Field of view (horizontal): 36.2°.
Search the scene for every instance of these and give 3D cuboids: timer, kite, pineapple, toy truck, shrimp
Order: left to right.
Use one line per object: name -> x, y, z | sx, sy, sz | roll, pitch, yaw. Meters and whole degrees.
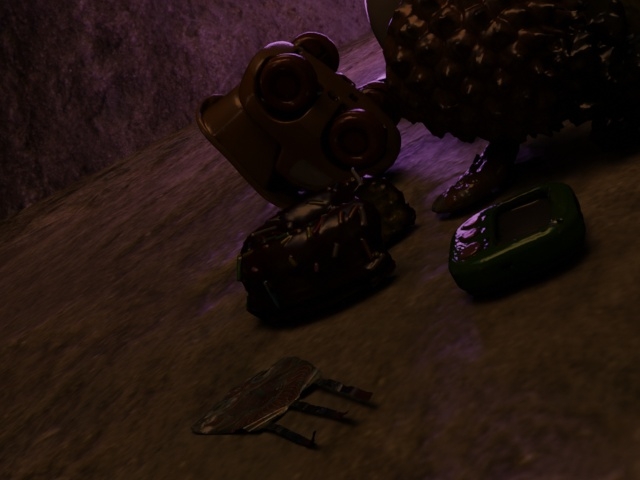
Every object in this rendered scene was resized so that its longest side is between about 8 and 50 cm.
kite -> -0.034, 0.148, 0.874 | 0.127, 0.016, 0.229 | -38, 14, -21
toy truck -> -0.022, -0.182, 1.482 | 0.212, 0.288, 0.204 | -49, 5, 28
shrimp -> 0.195, -0.087, 1.180 | 0.101, 0.042, 0.190 | -24, 15, 46
timer -> 0.183, -0.002, 0.911 | 0.128, 0.047, 0.140 | -25, 15, 18
pineapple -> 0.258, -0.190, 1.078 | 0.357, 0.223, 0.223 | 19, 44, 37

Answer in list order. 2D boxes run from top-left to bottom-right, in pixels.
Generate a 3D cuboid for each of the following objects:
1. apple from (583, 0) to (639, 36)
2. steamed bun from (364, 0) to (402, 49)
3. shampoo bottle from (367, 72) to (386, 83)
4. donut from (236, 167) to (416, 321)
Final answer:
apple -> 0.465, -0.365, 1.399 | 0.253, 0.179, 0.346 | 8, 5, -19
steamed bun -> 0.195, -0.393, 1.446 | 0.309, 0.309, 0.309 | -26, 15, 8
shampoo bottle -> 0.237, -0.348, 1.909 | 0.284, 0.071, 0.153 | -31, 14, -17
donut -> 0.000, 0.001, 1.128 | 0.216, 0.096, 0.230 | -18, 19, 33
